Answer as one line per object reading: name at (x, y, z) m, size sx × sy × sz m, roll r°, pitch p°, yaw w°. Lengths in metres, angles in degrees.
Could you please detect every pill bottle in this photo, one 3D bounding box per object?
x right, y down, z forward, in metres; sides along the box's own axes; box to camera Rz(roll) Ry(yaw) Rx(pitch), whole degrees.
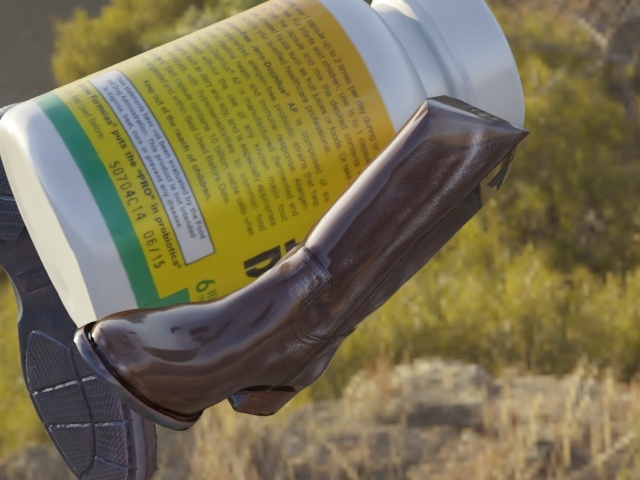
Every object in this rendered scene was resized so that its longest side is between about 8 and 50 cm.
pill bottle at (-0.022, -0.041, 0.739) m, size 0.208 × 0.117 × 0.117 m, roll -25°, pitch 28°, yaw -16°

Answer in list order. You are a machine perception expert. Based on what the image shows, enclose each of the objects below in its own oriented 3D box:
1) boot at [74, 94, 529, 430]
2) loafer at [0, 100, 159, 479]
boot at (0.000, 0.000, 0.448) m, size 0.037 × 0.114 × 0.106 m, roll 52°, pitch 17°, yaw 18°
loafer at (-0.172, 0.039, 1.251) m, size 0.109 × 0.302 × 0.095 m, roll -10°, pitch 14°, yaw 40°
